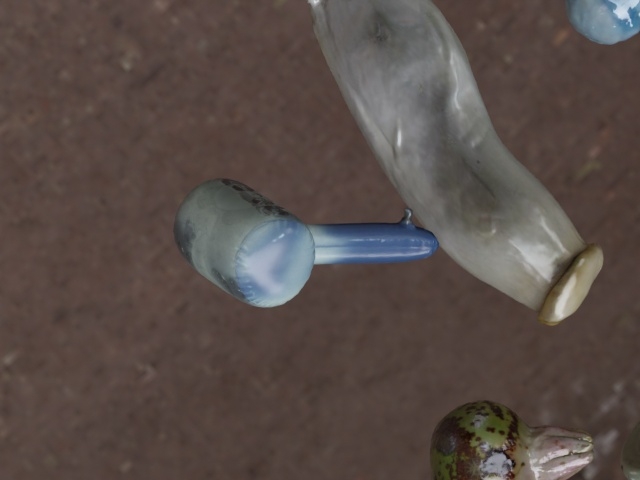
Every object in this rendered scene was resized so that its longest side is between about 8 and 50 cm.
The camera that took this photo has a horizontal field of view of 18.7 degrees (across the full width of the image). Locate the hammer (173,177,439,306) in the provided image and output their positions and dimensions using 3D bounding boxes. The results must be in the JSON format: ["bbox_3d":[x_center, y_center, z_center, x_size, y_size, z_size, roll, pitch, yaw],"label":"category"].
[{"bbox_3d":[0.000,0.000,1.358,0.193,0.116,0.070,-1,108,-33],"label":"hammer"}]

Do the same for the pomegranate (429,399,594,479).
[{"bbox_3d":[0.181,0.214,1.901,0.163,0.125,0.138,-31,125,-3],"label":"pomegranate"}]

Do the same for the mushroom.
[{"bbox_3d":[0.097,-0.080,1.538,0.109,0.351,0.097,-29,163,-10],"label":"mushroom"}]

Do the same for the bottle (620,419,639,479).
[{"bbox_3d":[0.501,0.306,2.067,0.229,0.352,0.229,-36,-168,9],"label":"bottle"}]

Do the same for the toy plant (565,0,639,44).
[{"bbox_3d":[0.368,-0.318,1.878,0.332,0.247,0.247,-40,156,2],"label":"toy plant"}]
